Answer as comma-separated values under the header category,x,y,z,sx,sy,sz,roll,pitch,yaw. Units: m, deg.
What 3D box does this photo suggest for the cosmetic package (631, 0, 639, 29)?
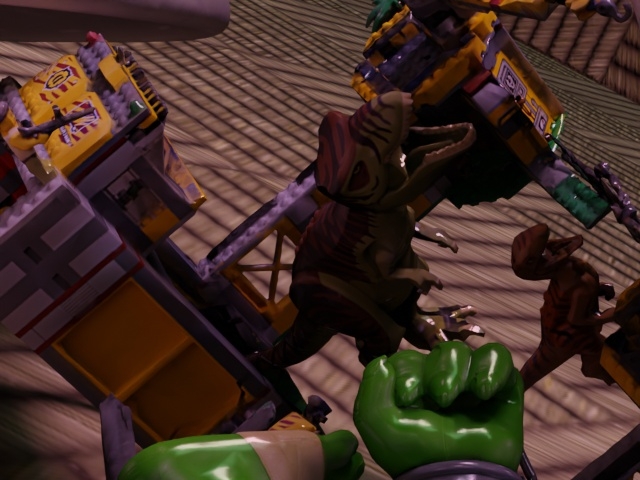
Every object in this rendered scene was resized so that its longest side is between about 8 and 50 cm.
category,x,y,z,sx,sy,sz,roll,pitch,yaw
cosmetic package,0.212,-0.033,0.364,0.230,0.453,0.161,-9,-22,-7

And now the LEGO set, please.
category,x,y,z,sx,sy,sz,roll,pitch,yaw
LEGO set,0.000,0.000,0.542,0.192,0.255,0.331,48,12,-34

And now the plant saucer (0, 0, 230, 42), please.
category,x,y,z,sx,sy,sz,roll,pitch,yaw
plant saucer,-0.237,-0.144,0.708,0.401,0.100,0.400,2,5,0

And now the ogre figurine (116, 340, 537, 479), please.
category,x,y,z,sx,sy,sz,roll,pitch,yaw
ogre figurine,-0.036,0.105,0.344,0.197,0.097,0.118,-11,52,-16
